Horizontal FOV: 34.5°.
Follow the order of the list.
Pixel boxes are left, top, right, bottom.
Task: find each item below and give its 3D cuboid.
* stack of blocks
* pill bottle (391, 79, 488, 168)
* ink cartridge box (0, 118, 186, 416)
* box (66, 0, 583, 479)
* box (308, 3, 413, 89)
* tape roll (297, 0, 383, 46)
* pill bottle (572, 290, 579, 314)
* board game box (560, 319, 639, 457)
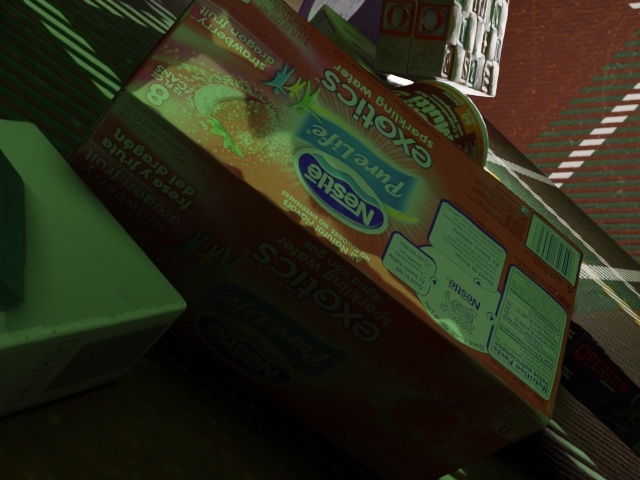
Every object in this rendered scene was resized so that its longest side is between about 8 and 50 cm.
[{"bbox_3d":[0.165,-0.285,1.329,0.087,0.171,0.297,10,7,20],"label":"stack of blocks"},{"bbox_3d":[0.047,-0.068,0.930,0.121,0.121,0.221,47,41,17],"label":"pill bottle"},{"bbox_3d":[-0.223,-0.031,0.424,0.261,0.066,0.296,46,17,12],"label":"ink cartridge box"},{"bbox_3d":[0.000,0.000,0.636,0.300,0.142,0.154,37,44,-13],"label":"box"},{"bbox_3d":[0.069,-0.172,1.364,0.213,0.117,0.243,33,19,-27],"label":"box"},{"bbox_3d":[0.071,-0.356,1.558,0.090,0.275,0.275,33,18,-26],"label":"tape roll"},{"bbox_3d":[0.250,0.054,1.252,0.152,0.086,0.086,25,23,-45],"label":"pill bottle"},{"bbox_3d":[0.192,0.075,0.982,0.208,0.056,0.347,46,1,-32],"label":"board game box"}]
